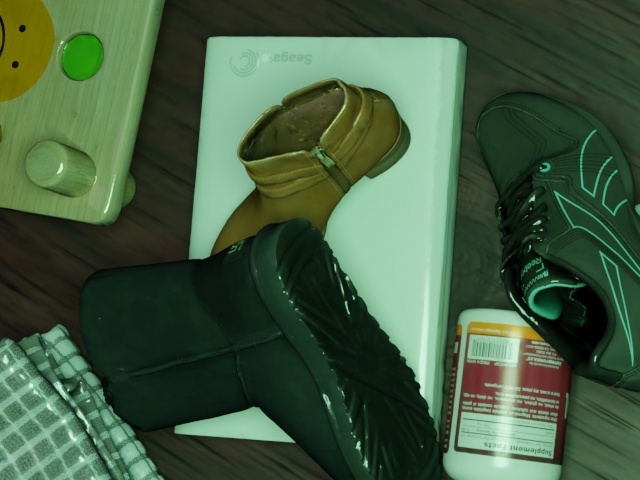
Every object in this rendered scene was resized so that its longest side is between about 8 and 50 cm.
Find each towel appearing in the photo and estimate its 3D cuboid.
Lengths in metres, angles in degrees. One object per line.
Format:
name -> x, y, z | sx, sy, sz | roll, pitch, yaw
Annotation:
towel -> -0.260, 0.229, 1.464 | 0.284, 0.121, 0.235 | -36, 74, 10

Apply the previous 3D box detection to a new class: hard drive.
hard drive -> 0.000, 0.000, 1.453 | 0.203, 0.040, 0.307 | 2, 84, 18

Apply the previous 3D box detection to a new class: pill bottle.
pill bottle -> 0.132, 0.128, 1.366 | 0.086, 0.086, 0.152 | 5, 84, 19

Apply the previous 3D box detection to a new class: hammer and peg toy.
hammer and peg toy -> -0.243, -0.205, 1.517 | 0.266, 0.127, 0.361 | 9, 85, 21

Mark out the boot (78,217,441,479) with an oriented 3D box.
boot -> -0.047, 0.108, 1.384 | 0.207, 0.094, 0.246 | -17, 110, 38

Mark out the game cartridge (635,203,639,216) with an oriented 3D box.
game cartridge -> 0.368, 0.032, 1.321 | 0.294, 0.060, 0.196 | -17, 81, 15

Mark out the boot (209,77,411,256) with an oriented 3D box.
boot -> -0.029, -0.040, 1.364 | 0.197, 0.152, 0.073 | -46, 72, 8

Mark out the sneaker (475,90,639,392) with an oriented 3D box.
sneaker -> 0.171, -0.005, 1.330 | 0.267, 0.106, 0.101 | 59, 136, 33
